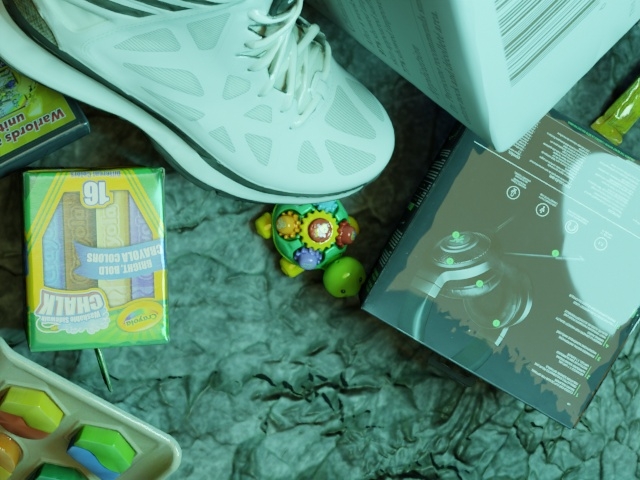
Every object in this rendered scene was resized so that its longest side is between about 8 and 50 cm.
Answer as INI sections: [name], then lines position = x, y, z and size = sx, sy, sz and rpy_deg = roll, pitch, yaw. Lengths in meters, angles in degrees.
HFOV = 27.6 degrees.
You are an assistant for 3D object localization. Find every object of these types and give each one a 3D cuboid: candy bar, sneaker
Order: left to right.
[sneaker]
position = -0.050, -0.160, 1.127
size = 0.447, 0.257, 0.169
rpy_deg = 22, 66, -37
[candy bar]
position = 0.363, -0.175, 1.429
size = 0.040, 0.018, 0.161
rpy_deg = 38, 96, -15

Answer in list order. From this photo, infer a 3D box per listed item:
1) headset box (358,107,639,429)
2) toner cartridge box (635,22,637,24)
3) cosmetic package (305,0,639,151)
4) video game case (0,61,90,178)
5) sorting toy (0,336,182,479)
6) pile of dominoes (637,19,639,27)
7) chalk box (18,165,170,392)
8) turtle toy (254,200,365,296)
[headset box]
position = 0.202, 0.019, 1.309
size = 0.246, 0.131, 0.283
rpy_deg = 29, 93, -2
[toner cartridge box]
position = 0.276, -0.300, 1.378
size = 0.348, 0.075, 0.165
rpy_deg = -12, 97, -14
[cosmetic package]
position = 0.105, -0.361, 1.108
size = 0.327, 0.329, 0.394
rpy_deg = -45, 64, -7
[video game case]
position = -0.390, -0.142, 1.185
size = 0.275, 0.035, 0.248
rpy_deg = -29, 80, -11
[sorting toy]
position = -0.259, 0.195, 1.230
size = 0.208, 0.193, 0.038
rpy_deg = 35, 42, -14
[pile of dominoes]
position = 0.419, -0.155, 1.316
size = 0.196, 0.040, 0.251
rpy_deg = 4, 69, -26
[chalk box]
position = -0.218, 0.036, 1.241
size = 0.132, 0.132, 0.213
rpy_deg = -1, 94, -16
[turtle toy]
position = 0.000, 0.000, 1.332
size = 0.095, 0.066, 0.130
rpy_deg = -34, 103, -10
